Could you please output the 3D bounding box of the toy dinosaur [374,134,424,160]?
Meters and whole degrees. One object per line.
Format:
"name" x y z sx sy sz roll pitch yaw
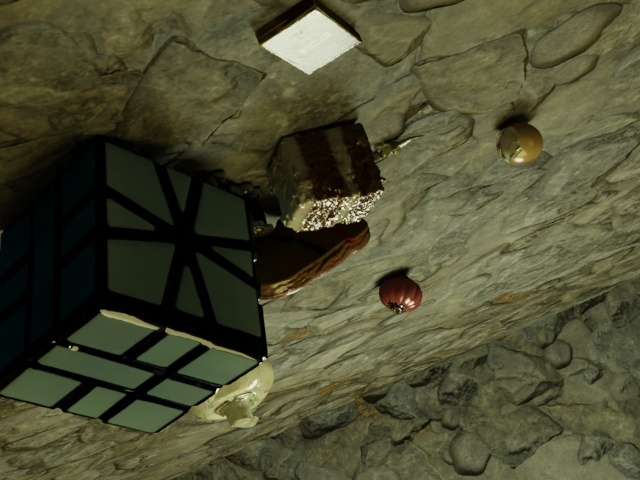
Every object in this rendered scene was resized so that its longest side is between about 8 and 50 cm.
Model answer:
"toy dinosaur" 0.124 -0.160 1.716 0.113 0.026 0.041 -26 169 39

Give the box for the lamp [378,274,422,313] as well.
"lamp" 0.196 0.132 2.456 0.108 0.092 0.107 12 152 7

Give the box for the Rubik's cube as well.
"Rubik's cube" -0.271 0.074 1.429 0.294 0.288 0.283 20 135 -37

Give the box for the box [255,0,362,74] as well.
"box" -0.014 -0.264 1.308 0.090 0.023 0.133 -32 158 21

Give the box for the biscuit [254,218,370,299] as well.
"biscuit" -0.079 0.008 1.770 0.277 0.052 0.262 -31 -148 -31

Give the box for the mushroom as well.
"mushroom" -0.222 0.366 2.470 0.246 0.202 0.246 -22 151 -13

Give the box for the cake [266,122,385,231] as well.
"cake" 0.003 -0.099 1.601 0.147 0.135 0.134 -7 157 -24

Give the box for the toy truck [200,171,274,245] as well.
"toy truck" -0.150 -0.043 1.646 0.092 0.083 0.192 -24 162 19

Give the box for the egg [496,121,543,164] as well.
"egg" 0.371 -0.179 1.854 0.096 0.080 0.080 -1 151 -40
